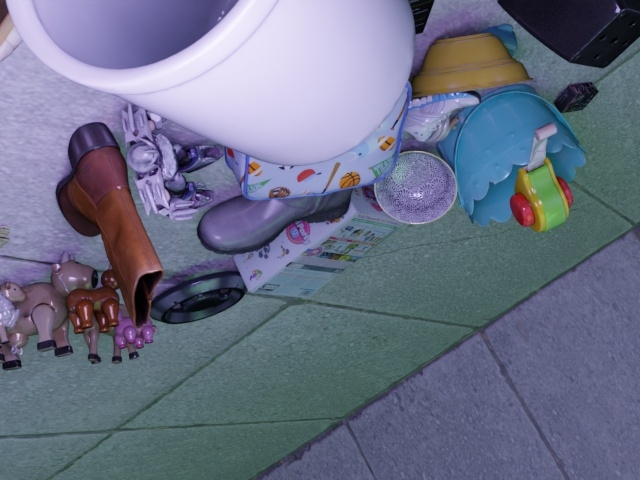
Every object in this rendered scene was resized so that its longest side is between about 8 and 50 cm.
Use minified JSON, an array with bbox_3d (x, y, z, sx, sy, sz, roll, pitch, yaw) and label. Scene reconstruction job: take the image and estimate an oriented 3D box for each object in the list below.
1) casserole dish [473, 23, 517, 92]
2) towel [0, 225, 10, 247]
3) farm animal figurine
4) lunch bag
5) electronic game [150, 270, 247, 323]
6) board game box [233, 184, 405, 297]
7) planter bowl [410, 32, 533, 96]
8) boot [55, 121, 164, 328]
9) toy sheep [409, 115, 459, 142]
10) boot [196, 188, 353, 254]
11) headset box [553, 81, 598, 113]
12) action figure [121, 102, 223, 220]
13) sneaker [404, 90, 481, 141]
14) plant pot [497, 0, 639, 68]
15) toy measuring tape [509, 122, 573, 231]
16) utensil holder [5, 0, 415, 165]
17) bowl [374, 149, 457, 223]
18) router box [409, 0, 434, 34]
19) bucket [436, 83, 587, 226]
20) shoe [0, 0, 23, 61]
[{"bbox_3d":[0.289,-0.320,1.772,0.114,0.037,0.188,-3,146,-48],"label":"casserole dish"},{"bbox_3d":[-0.570,0.018,1.518,0.148,0.027,0.110,-37,157,19],"label":"towel"},{"bbox_3d":[-0.463,0.120,1.706,0.326,0.172,0.330,-10,162,-11],"label":"farm animal figurine"},{"bbox_3d":[-0.001,-0.192,1.554,0.303,0.115,0.243,-13,138,-19],"label":"lunch bag"},{"bbox_3d":[-0.259,0.122,2.074,0.229,0.048,0.229,-19,161,-7],"label":"electronic game"},{"bbox_3d":[0.000,0.000,2.052,0.303,0.097,0.224,-36,157,23],"label":"board game box"},{"bbox_3d":[0.248,-0.303,1.639,0.217,0.090,0.217,-8,-171,1],"label":"planter bowl"},{"bbox_3d":[-0.305,0.004,1.457,0.096,0.280,0.264,-12,153,-32],"label":"boot"},{"bbox_3d":[0.210,-0.225,1.819,0.132,0.091,0.091,12,138,-34],"label":"toy sheep"},{"bbox_3d":[-0.066,-0.112,1.750,0.338,0.118,0.223,-24,152,-29],"label":"boot"},{"bbox_3d":[0.556,-0.312,2.104,0.083,0.032,0.062,-12,152,-33],"label":"headset box"},{"bbox_3d":[-0.225,-0.117,1.460,0.099,0.185,0.285,-4,176,8],"label":"action figure"},{"bbox_3d":[0.200,-0.222,1.732,0.190,0.083,0.071,-9,-176,24],"label":"sneaker"},{"bbox_3d":[0.450,-0.397,1.620,0.188,0.167,0.187,-2,146,-46],"label":"plant pot"},{"bbox_3d":[0.429,-0.099,1.827,0.121,0.121,0.330,-26,158,-6],"label":"toy measuring tape"},{"bbox_3d":[-0.093,-0.269,1.063,0.327,0.327,0.385,-34,158,15],"label":"utensil holder"},{"bbox_3d":[0.197,-0.126,1.992,0.170,0.080,0.170,3,121,4],"label":"bowl"},{"bbox_3d":[0.087,-0.351,1.455,0.179,0.046,0.133,-19,156,-20],"label":"router box"},{"bbox_3d":[0.387,-0.179,1.997,0.281,0.183,0.281,-24,157,-11],"label":"bucket"},{"bbox_3d":[-0.368,-0.243,1.121,0.219,0.076,0.058,-41,150,24],"label":"shoe"}]
